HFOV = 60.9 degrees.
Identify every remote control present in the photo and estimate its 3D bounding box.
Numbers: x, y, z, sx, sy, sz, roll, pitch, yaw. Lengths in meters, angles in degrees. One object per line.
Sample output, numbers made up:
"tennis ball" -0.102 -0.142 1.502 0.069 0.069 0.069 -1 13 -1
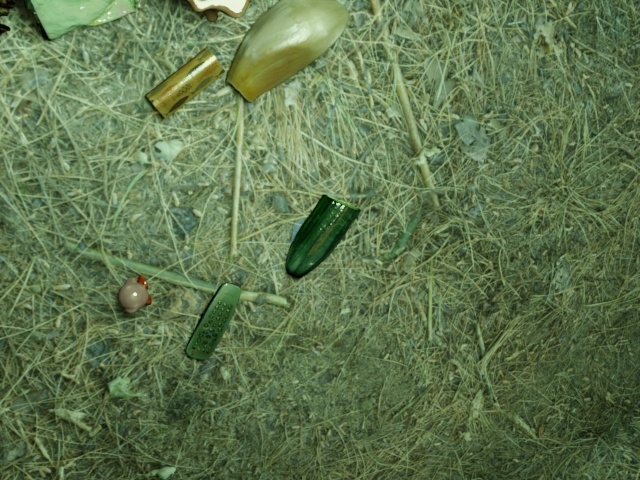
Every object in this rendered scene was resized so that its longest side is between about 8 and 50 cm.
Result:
"remote control" -0.271 0.205 1.385 0.072 0.042 0.222 24 100 -25

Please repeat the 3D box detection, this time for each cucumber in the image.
"cucumber" 0.000 0.000 1.400 0.115 0.063 0.244 31 98 -25

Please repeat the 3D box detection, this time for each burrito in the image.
"burrito" -0.449 -0.479 1.046 0.229 0.144 0.089 -26 75 -16

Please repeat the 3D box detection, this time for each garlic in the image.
"garlic" -0.079 -0.437 1.203 0.318 0.112 0.143 -36 120 8

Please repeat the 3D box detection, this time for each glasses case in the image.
"glasses case" -0.292 -0.342 1.184 0.170 0.041 0.064 -39 117 -4

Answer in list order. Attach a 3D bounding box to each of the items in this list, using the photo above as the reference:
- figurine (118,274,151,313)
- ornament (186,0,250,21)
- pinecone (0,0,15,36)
"figurine" -0.441 0.128 1.284 0.071 0.067 0.083 -19 99 -34
"ornament" -0.208 -0.550 1.040 0.221 0.217 0.235 -36 116 -5
"pinecone" -0.631 -0.444 0.958 0.204 0.179 0.184 -50 136 -12
